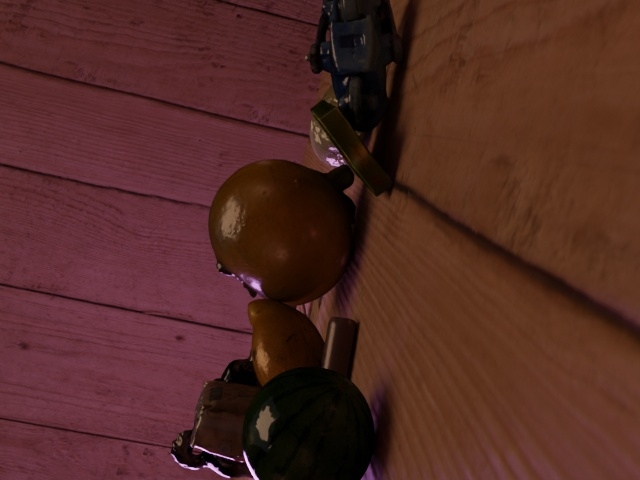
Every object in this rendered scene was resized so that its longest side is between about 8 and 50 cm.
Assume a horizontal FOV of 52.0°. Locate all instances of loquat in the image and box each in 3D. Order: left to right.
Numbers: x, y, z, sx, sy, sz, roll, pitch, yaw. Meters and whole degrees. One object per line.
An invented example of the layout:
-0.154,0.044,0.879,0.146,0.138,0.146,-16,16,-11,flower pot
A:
-0.064,-0.033,1.414,0.359,0.328,0.328,-42,8,-1,loquat

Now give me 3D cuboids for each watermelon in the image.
-0.022,0.281,0.917,0.215,0.188,0.188,-60,13,20,watermelon

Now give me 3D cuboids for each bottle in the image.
0.030,0.210,1.185,0.053,0.053,0.140,128,153,-74,bottle

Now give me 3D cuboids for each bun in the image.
0.045,-0.287,1.567,0.220,0.134,0.221,-169,90,-84,bun

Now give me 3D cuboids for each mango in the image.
-0.064,0.204,1.268,0.109,0.157,0.262,-61,39,35,mango

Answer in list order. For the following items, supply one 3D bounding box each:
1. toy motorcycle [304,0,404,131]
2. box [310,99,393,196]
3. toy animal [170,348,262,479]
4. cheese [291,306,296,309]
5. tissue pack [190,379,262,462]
0.096,-0.361,1.330,0.182,0.241,0.319,-7,81,37,toy motorcycle
0.052,-0.188,1.275,0.043,0.173,0.311,-36,14,5,box
-0.198,0.429,1.630,0.194,0.302,0.345,-161,82,-80,toy animal
-0.100,0.267,1.830,0.163,0.082,0.287,-22,48,41,cheese
-0.116,0.352,1.279,0.215,0.256,0.123,175,110,-82,tissue pack
